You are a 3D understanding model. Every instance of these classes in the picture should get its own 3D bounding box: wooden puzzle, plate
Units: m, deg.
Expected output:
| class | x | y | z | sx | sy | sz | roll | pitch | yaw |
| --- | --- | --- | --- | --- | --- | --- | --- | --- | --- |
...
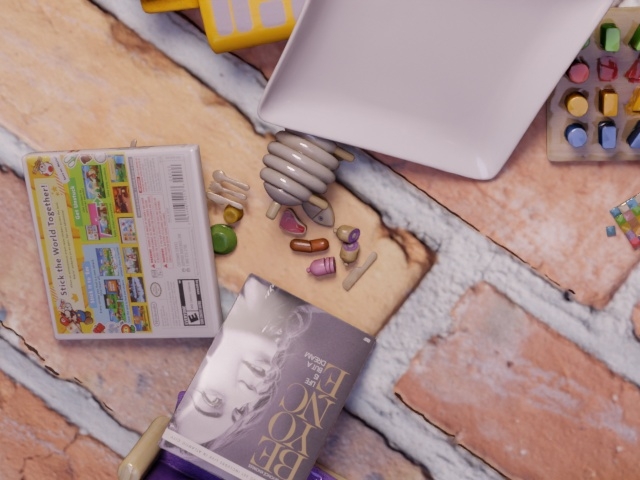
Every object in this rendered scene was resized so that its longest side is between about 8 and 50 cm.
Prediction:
| class | x | y | z | sx | sy | sz | roll | pitch | yaw |
| --- | --- | --- | --- | --- | --- | --- | --- | --- | --- |
| wooden puzzle | 0.348 | -0.025 | 1.246 | 0.083 | 0.006 | 0.049 | -33 | 96 | 14 |
| plate | 0.106 | -0.195 | 1.145 | 0.277 | 0.045 | 0.278 | 13 | 135 | -15 |

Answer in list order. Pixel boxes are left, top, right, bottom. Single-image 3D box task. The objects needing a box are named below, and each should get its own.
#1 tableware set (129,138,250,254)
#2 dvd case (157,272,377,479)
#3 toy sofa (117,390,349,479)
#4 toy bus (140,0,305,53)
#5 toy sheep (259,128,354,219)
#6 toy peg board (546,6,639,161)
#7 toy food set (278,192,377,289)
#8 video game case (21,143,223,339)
| class | x | y | z | sx | sy | sz | roll | pitch | yaw |
| --- | --- | --- | --- | --- | --- | --- | --- | --- | --- |
| tableware set | -0.159 | -0.047 | 1.312 | 0.154 | 0.024 | 0.104 | 21 | 108 | 2 |
| dvd case | -0.058 | 0.169 | 1.291 | 0.165 | 0.018 | 0.221 | 28 | 76 | 1 |
| toy sofa | -0.062 | 0.336 | 1.317 | 0.363 | 0.150 | 0.177 | 31 | 106 | 1 |
| toy bus | -0.024 | -0.278 | 1.194 | 0.333 | 0.108 | 0.130 | -10 | 103 | 10 |
| toy sheep | -0.021 | -0.080 | 1.250 | 0.091 | 0.091 | 0.132 | 27 | 86 | 2 |
| toy peg board | 0.315 | -0.158 | 1.183 | 0.161 | 0.079 | 0.160 | 0 | 102 | 9 |
| toy food set | 0.000 | 0.000 | 1.298 | 0.122 | 0.019 | 0.078 | 40 | 105 | -2 |
| video game case | -0.224 | 0.005 | 1.314 | 0.206 | 0.026 | 0.227 | -2 | 109 | 12 |
